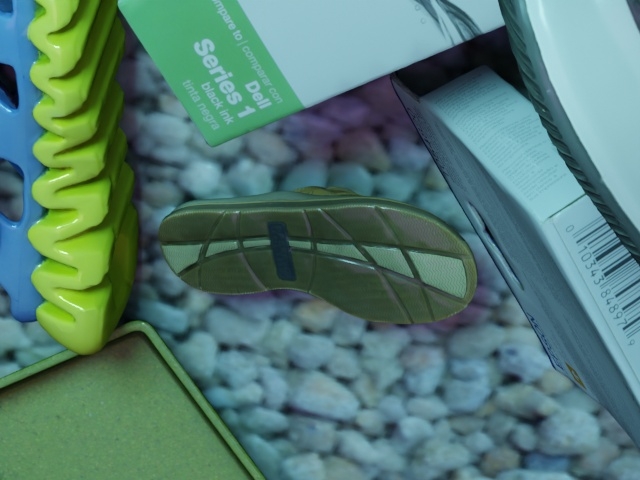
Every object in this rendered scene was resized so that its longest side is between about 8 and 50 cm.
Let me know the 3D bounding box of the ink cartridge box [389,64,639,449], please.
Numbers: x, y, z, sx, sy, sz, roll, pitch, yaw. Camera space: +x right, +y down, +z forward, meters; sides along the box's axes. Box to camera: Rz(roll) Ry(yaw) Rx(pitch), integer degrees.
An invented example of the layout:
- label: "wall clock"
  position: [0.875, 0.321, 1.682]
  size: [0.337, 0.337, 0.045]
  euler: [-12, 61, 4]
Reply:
- label: "ink cartridge box"
  position: [0.132, 0.022, 0.964]
  size: [0.045, 0.224, 0.223]
  euler: [-34, 118, -2]

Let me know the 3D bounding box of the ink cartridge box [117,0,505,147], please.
- label: "ink cartridge box"
  position: [0.032, -0.153, 0.874]
  size: [0.219, 0.160, 0.092]
  euler: [-20, 122, 19]

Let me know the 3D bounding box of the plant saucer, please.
- label: "plant saucer"
  position: [-0.129, 0.136, 1.154]
  size: [0.188, 0.045, 0.188]
  euler: [-23, 118, 20]

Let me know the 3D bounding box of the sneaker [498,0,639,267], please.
- label: "sneaker"
  position: [0.270, -0.031, 0.805]
  size: [0.258, 0.169, 0.447]
  euler: [-23, 140, 18]

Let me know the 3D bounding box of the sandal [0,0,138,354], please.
- label: "sandal"
  position: [-0.168, -0.079, 0.972]
  size: [0.138, 0.126, 0.317]
  euler: [7, 123, 6]

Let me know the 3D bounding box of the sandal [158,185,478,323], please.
- label: "sandal"
  position: [0.000, 0.000, 1.053]
  size: [0.180, 0.049, 0.072]
  euler: [5, 120, 20]
